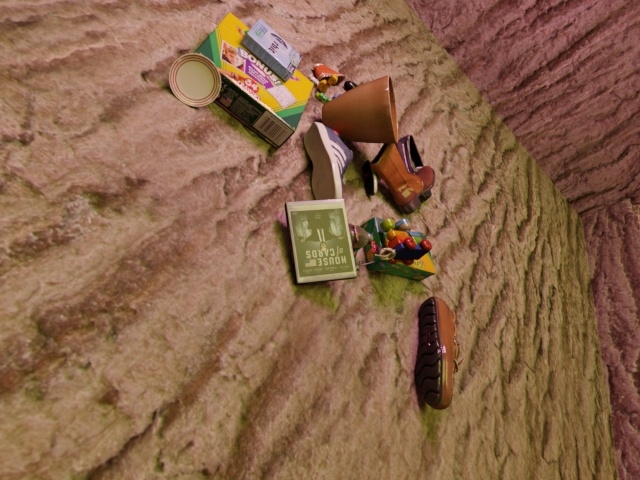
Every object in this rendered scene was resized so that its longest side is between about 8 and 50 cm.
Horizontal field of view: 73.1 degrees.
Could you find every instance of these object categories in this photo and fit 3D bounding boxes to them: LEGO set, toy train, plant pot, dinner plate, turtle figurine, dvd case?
[{"bbox_3d":[0.043,-0.590,1.704,0.227,0.093,0.087,37,44,-20],"label":"LEGO set"},{"bbox_3d":[0.231,-0.008,1.374,0.248,0.105,0.143,5,51,-42],"label":"toy train"},{"bbox_3d":[0.142,-0.456,1.573,0.237,0.255,0.237,-4,90,-73],"label":"plant pot"},{"bbox_3d":[-0.354,-0.452,1.221,0.141,0.141,0.017,32,8,-25],"label":"dinner plate"},{"bbox_3d":[0.080,-0.003,1.340,0.234,0.118,0.175,7,53,-32],"label":"turtle figurine"},{"bbox_3d":[0.000,0.000,1.237,0.179,0.029,0.238,-5,75,-17],"label":"dvd case"}]

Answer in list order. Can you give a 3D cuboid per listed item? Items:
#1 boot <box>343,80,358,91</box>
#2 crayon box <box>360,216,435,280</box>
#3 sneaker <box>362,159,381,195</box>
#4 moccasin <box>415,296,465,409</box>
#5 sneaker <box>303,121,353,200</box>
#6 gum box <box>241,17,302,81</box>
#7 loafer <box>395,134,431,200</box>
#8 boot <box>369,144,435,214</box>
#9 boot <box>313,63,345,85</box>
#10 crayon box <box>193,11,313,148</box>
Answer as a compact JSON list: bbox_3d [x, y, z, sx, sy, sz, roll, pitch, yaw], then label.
[{"bbox_3d":[0.148,-0.625,1.870,0.121,0.045,0.099,31,50,-27],"label":"boot"},{"bbox_3d":[0.273,0.035,1.518,0.279,0.081,0.165,15,55,-37],"label":"crayon box"},{"bbox_3d":[0.209,-0.234,1.655,0.075,0.057,0.161,16,51,-30],"label":"sneaker"},{"bbox_3d":[0.387,0.360,1.384,0.147,0.139,0.380,31,36,-14],"label":"moccasin"},{"bbox_3d":[0.052,-0.246,1.454,0.148,0.131,0.349,11,57,-34],"label":"sneaker"},{"bbox_3d":[-0.156,-0.629,1.423,0.184,0.041,0.157,37,39,-20],"label":"gum box"},{"bbox_3d":[0.412,-0.320,1.876,0.109,0.095,0.302,-9,71,-46],"label":"loafer"},{"bbox_3d":[0.325,-0.286,1.705,0.264,0.096,0.280,-51,118,-22],"label":"boot"},{"bbox_3d":[0.037,-0.697,1.801,0.158,0.059,0.084,-13,68,-46],"label":"boot"},{"bbox_3d":[-0.215,-0.521,1.401,0.363,0.106,0.313,35,45,-22],"label":"crayon box"}]
